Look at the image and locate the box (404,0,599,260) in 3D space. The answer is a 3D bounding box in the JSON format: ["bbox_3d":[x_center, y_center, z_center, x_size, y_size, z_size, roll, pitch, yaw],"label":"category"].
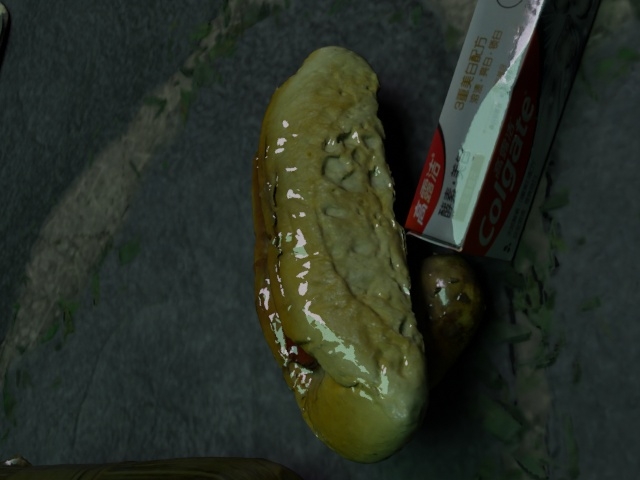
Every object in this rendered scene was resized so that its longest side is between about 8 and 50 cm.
[{"bbox_3d":[0.106,-0.097,0.467,0.039,0.055,0.218,22,95,41],"label":"box"}]

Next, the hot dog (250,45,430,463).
[{"bbox_3d":[0.000,0.000,0.488,0.084,0.073,0.242,114,153,-58],"label":"hot dog"}]

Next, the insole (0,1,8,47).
[{"bbox_3d":[-0.360,-0.118,0.869,0.081,0.011,0.248,41,108,36],"label":"insole"}]

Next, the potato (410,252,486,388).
[{"bbox_3d":[0.061,0.046,0.486,0.083,0.040,0.051,-67,29,23],"label":"potato"}]

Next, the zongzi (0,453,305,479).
[{"bbox_3d":[-0.118,0.285,0.548,0.286,0.138,0.300,-9,90,29],"label":"zongzi"}]
